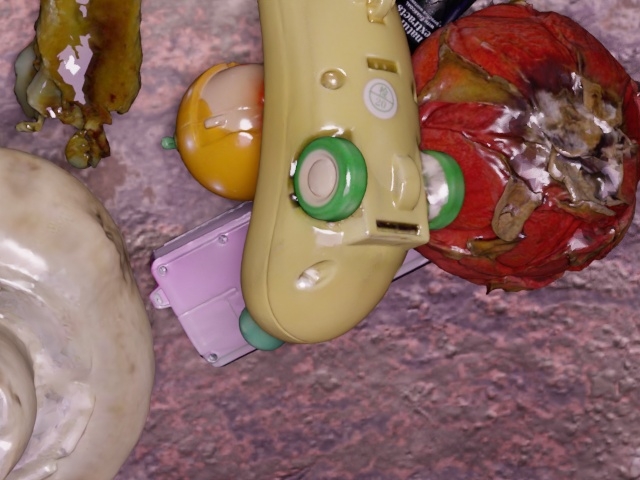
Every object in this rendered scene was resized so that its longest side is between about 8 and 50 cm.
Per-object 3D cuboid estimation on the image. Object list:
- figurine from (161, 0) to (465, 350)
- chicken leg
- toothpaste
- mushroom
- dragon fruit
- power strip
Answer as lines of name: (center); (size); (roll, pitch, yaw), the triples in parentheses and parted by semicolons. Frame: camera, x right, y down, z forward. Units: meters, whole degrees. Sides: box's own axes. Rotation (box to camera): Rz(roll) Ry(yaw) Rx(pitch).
figurine: (-0.018, -0.085, 1.419); (0.124, 0.222, 0.325); (4, 74, -42)
chicken leg: (-0.176, -0.262, 1.387); (0.201, 0.153, 0.429); (6, 115, 6)
toothpaste: (0.092, -0.194, 1.471); (0.193, 0.045, 0.071); (-43, 106, 15)
mushroom: (-0.264, 0.095, 1.382); (0.314, 0.336, 0.314); (-1, 99, -3)
dragon fruit: (0.165, -0.067, 1.431); (0.223, 0.148, 0.218); (-38, 105, -10)
power strip: (0.000, 0.000, 1.525); (0.279, 0.037, 0.109); (-27, 108, 4)
